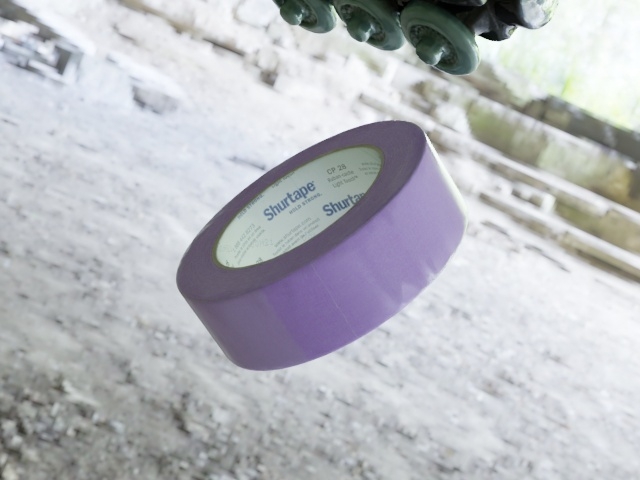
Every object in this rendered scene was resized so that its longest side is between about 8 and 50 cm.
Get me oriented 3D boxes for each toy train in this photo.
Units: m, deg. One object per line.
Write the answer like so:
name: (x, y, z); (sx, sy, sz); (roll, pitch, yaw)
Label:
toy train: (0.045, -0.259, 1.041); (0.334, 0.142, 0.190); (25, -22, 44)

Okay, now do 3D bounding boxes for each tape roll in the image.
tape roll: (0.000, 0.000, 1.189); (0.090, 0.275, 0.275); (57, -2, -22)
